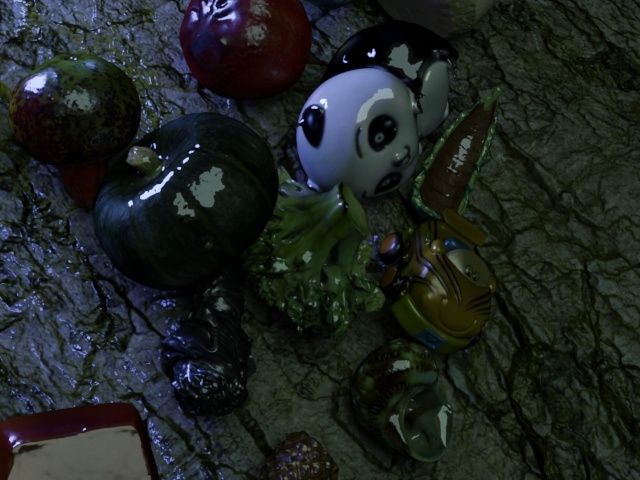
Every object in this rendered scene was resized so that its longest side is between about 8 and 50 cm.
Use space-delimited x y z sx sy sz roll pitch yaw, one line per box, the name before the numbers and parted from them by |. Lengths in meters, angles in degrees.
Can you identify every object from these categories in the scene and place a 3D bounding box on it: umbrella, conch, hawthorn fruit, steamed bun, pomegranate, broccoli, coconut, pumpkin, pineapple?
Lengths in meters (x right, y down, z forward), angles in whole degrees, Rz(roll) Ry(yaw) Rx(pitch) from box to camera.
umbrella | -0.183 0.111 1.683 0.154 0.128 0.337 14 54 -39
conch | 0.133 0.248 1.719 0.187 0.124 0.181 33 75 -27
hawthorn fruit | -0.101 -0.345 1.847 0.266 0.210 0.230 15 60 -26
steamed bun | -0.322 0.415 1.441 0.235 0.248 0.379 -9 83 -18
pomegranate | -0.387 -0.170 1.699 0.214 0.214 0.248 -8 105 -20
broccoli | 0.000 0.000 1.715 0.288 0.245 0.248 52 37 -5
coconut | 0.243 -0.518 2.007 0.239 0.239 0.244 39 68 0
pumpkin | -0.210 -0.069 1.640 0.300 0.300 0.207 -54 124 -27
pineapple | -0.085 0.397 1.609 0.119 0.111 0.237 33 64 31

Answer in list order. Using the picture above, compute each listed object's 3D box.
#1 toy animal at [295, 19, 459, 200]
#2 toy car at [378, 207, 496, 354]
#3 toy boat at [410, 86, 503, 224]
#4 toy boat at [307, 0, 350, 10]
toy animal | 0.084 -0.211 1.832 0.251 0.251 0.310 41 55 1
toy car | 0.209 0.061 1.772 0.200 0.142 0.248 32 36 -24
toy boat | 0.250 -0.147 1.937 0.108 0.099 0.293 31 71 -5
toy boat | -0.008 -0.525 1.900 0.215 0.123 0.330 55 20 8
